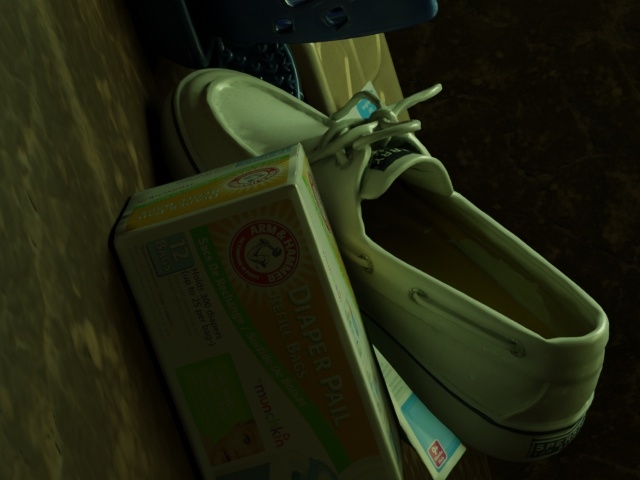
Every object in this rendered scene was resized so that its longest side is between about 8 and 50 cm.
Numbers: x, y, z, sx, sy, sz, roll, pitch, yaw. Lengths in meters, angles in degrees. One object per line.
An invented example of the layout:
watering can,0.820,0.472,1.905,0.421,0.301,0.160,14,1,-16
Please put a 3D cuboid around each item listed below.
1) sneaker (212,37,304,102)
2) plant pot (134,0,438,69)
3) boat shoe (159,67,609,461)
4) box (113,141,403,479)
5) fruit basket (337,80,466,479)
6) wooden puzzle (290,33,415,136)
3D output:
sneaker,-0.058,-0.165,1.511,0.090,0.081,0.232,31,41,-70
plant pot,-0.048,-0.265,1.272,0.236,0.212,0.236,-93,164,-68
boat shoe,0.038,-0.028,1.081,0.367,0.136,0.156,44,-40,27
box,-0.032,0.059,1.007,0.103,0.114,0.203,-87,158,-73
fruit basket,0.099,0.029,1.798,0.353,0.165,0.327,64,29,-14
wooden puzzle,0.030,-0.153,2.029,0.348,0.080,0.322,-66,141,-63
